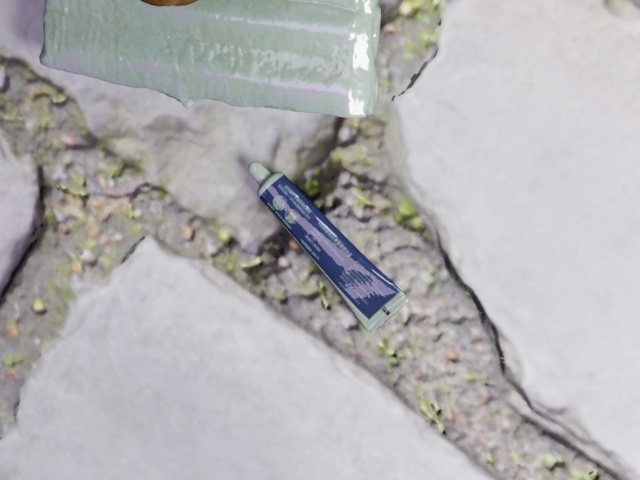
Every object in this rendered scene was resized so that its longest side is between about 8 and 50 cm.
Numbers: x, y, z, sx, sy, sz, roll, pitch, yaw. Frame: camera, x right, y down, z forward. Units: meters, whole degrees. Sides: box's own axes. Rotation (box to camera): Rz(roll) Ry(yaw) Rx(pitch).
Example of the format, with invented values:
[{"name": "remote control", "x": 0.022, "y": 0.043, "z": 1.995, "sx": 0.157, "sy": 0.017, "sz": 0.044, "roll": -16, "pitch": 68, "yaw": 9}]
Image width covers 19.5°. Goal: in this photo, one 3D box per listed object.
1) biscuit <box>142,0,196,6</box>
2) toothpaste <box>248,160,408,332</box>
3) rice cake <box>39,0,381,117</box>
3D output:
[{"name": "biscuit", "x": -0.085, "y": -0.305, "z": 1.152, "sx": 0.326, "sy": 0.107, "sz": 0.325, "roll": 1, "pitch": 92, "yaw": 18}, {"name": "toothpaste", "x": 0.000, "y": 0.000, "z": 1.240, "sx": 0.037, "sy": 0.021, "sz": 0.140, "roll": -44, "pitch": 85, "yaw": 19}, {"name": "rice cake", "x": -0.072, "y": -0.150, "z": 1.229, "sx": 0.237, "sy": 0.043, "sz": 0.127, "roll": 9, "pitch": 102, "yaw": 18}]
